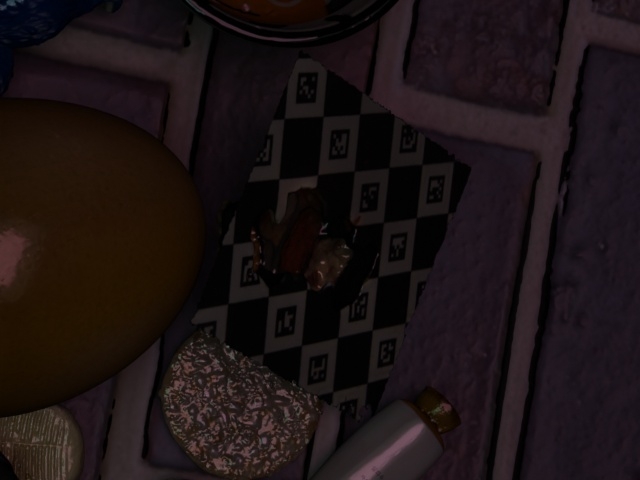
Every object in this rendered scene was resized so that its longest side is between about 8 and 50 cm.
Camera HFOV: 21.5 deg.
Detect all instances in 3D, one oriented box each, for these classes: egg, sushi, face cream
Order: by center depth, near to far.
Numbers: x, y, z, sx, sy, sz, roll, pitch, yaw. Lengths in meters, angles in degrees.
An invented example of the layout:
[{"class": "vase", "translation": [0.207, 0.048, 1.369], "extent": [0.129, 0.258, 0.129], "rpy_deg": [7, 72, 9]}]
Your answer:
[{"class": "egg", "translation": [-0.242, 0.010, 1.341], "extent": [0.322, 0.250, 0.250], "rpy_deg": [-17, 92, -32]}, {"class": "sushi", "translation": [0.000, 0.000, 1.475], "extent": [0.290, 0.050, 0.264], "rpy_deg": [32, 77, -50]}, {"class": "face cream", "translation": [0.048, 0.206, 1.520], "extent": [0.182, 0.051, 0.072], "rpy_deg": [-41, 97, -14]}]

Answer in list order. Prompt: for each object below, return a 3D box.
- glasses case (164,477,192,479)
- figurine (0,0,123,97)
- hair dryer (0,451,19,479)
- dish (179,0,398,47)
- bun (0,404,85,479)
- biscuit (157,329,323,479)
[{"class": "glasses case", "translation": [-0.151, 0.316, 1.448], "extent": [0.092, 0.059, 0.233], "rpy_deg": [29, 78, -15]}, {"class": "figurine", "translation": [-0.289, -0.205, 1.405], "extent": [0.262, 0.121, 0.164], "rpy_deg": [-40, 100, -14]}, {"class": "hair dryer", "translation": [-0.386, 0.221, 1.295], "extent": [0.235, 0.091, 0.272], "rpy_deg": [27, 52, 21]}, {"class": "dish", "translation": [-0.040, -0.300, 1.487], "extent": [0.303, 0.120, 0.303], "rpy_deg": [1, 86, -17]}, {"class": "bun", "translation": [-0.257, 0.179, 1.419], "extent": [0.115, 0.069, 0.115], "rpy_deg": [1, 87, -19]}, {"class": "biscuit", "translation": [-0.069, 0.140, 1.504], "extent": [0.152, 0.020, 0.152], "rpy_deg": [1, 87, -18]}]
